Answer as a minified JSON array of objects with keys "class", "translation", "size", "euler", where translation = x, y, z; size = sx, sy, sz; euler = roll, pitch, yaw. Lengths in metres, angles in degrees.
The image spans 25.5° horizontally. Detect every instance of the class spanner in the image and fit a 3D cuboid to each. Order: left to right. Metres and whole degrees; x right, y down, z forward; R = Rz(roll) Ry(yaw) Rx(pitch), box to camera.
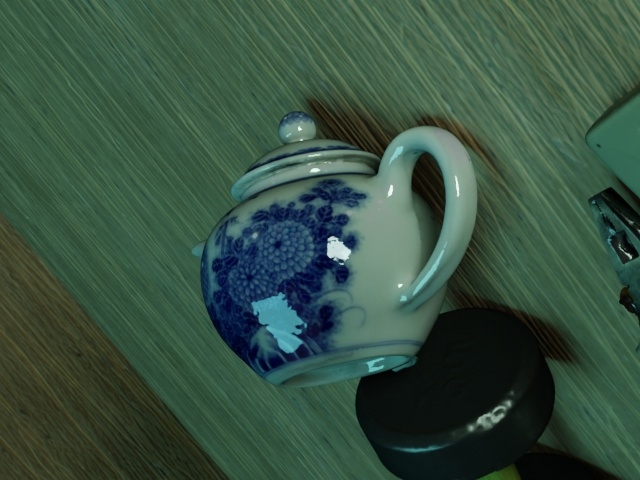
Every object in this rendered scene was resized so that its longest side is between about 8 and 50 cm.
[{"class":"spanner","translation":[0.313,0.099,1.158],"size":[0.325,0.040,0.095],"euler":[60,144,8]}]

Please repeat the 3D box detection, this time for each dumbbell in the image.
[{"class":"dumbbell","translation":[0.189,0.249,1.544],"size":[0.204,0.204,0.322],"euler":[18,146,48]}]

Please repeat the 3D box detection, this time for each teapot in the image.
[{"class":"teapot","translation":[0.000,0.000,1.442],"size":[0.424,0.252,0.280],"euler":[-24,72,47]}]

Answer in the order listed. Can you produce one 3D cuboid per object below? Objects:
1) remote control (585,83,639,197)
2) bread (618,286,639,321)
[{"class":"remote control","translation":[0.298,-0.092,1.004],"size":[0.123,0.038,0.285],"euler":[44,155,1]},{"class":"bread","translation":[0.356,0.148,1.247],"size":[0.139,0.095,0.269],"euler":[5,119,44]}]
